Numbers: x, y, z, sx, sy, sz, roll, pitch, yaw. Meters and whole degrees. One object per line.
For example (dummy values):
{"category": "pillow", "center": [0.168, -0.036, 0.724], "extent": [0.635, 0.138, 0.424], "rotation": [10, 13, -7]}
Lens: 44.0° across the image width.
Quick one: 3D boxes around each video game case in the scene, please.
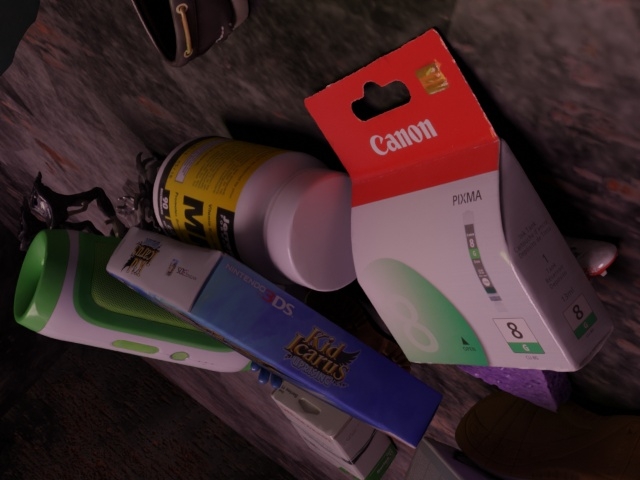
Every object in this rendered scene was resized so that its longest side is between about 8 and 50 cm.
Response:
{"category": "video game case", "center": [-0.053, 0.089, 0.769], "extent": [0.269, 0.061, 0.244], "rotation": [36, 167, -28]}

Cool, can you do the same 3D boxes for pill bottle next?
{"category": "pill bottle", "center": [-0.053, -0.027, 0.717], "extent": [0.208, 0.119, 0.119], "rotation": [17, 149, 49]}

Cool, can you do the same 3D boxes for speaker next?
{"category": "speaker", "center": [-0.202, 0.077, 0.955], "extent": [0.296, 0.131, 0.131], "rotation": [18, 174, -31]}

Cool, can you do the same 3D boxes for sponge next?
{"category": "sponge", "center": [0.139, 0.062, 0.677], "extent": [0.117, 0.031, 0.210], "rotation": [21, 152, 43]}

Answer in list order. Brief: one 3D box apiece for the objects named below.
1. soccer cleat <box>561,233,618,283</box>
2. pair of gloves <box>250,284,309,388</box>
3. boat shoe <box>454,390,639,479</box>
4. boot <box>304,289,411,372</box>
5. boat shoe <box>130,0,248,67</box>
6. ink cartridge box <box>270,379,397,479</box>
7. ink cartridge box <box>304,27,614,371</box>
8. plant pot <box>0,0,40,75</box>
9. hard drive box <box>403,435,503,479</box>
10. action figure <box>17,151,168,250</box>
{"category": "soccer cleat", "center": [0.162, 0.009, 0.527], "extent": [0.035, 0.029, 0.083], "rotation": [41, 166, -13]}
{"category": "pair of gloves", "center": [-0.076, 0.079, 0.952], "extent": [0.023, 0.159, 0.198], "rotation": [-24, 116, 38]}
{"category": "boat shoe", "center": [0.234, 0.204, 0.702], "extent": [0.096, 0.098, 0.277], "rotation": [50, 158, -21]}
{"category": "boot", "center": [0.031, 0.115, 0.956], "extent": [0.158, 0.059, 0.084], "rotation": [46, 165, -16]}
{"category": "boat shoe", "center": [-0.116, -0.213, 0.510], "extent": [0.081, 0.069, 0.228], "rotation": [27, 156, 35]}
{"category": "ink cartridge box", "center": [0.026, 0.310, 1.329], "extent": [0.153, 0.087, 0.208], "rotation": [27, 157, 36]}
{"category": "ink cartridge box", "center": [0.072, -0.012, 0.550], "extent": [0.225, 0.056, 0.181], "rotation": [55, 154, -13]}
{"category": "plant pot", "center": [-0.378, -0.262, 0.562], "extent": [0.341, 0.341, 0.334], "rotation": [37, 168, 11]}
{"category": "hard drive box", "center": [0.182, 0.276, 0.726], "extent": [0.181, 0.089, 0.232], "rotation": [23, 177, -5]}
{"category": "action figure", "center": [-0.238, -0.030, 1.028], "extent": [0.275, 0.141, 0.164], "rotation": [10, 143, -28]}
